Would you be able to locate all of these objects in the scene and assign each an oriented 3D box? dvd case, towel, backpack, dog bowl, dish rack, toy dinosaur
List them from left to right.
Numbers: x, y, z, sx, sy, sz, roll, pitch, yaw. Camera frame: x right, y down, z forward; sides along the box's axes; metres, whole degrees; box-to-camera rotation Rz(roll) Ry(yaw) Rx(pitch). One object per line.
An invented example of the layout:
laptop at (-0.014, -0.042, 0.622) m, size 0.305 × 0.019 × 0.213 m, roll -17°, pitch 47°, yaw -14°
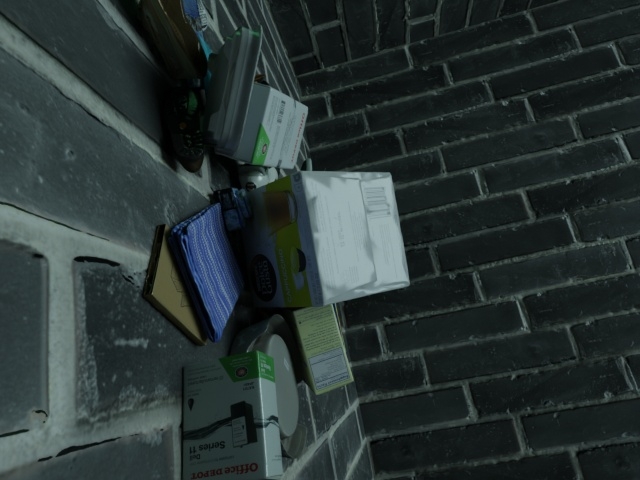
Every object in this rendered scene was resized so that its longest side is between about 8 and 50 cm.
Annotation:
dvd case at (-0.351, -0.545, 1.172) m, size 0.180 × 0.022 × 0.252 m, roll -83°, pitch 167°, yaw -68°
towel at (-0.234, 0.052, 0.967) m, size 0.336 × 0.040 × 0.243 m, roll -91°, pitch 165°, yaw -76°
dish rack at (-0.230, -0.348, 1.013) m, size 0.333 × 0.073 × 0.285 m, roll 30°, pitch -72°, yaw 64°
backpack at (-0.228, -0.085, 1.154) m, size 0.105 × 0.084 × 0.114 m, roll -117°, pitch -164°, yaw -85°
dog bowl at (-0.127, 0.368, 1.087) m, size 0.349 × 0.102 × 0.348 m, roll -12°, pitch 90°, yaw -83°
toy dinosaur at (-0.153, 0.268, 1.323) m, size 0.183 × 0.053 × 0.093 m, roll 69°, pitch 23°, yaw -5°

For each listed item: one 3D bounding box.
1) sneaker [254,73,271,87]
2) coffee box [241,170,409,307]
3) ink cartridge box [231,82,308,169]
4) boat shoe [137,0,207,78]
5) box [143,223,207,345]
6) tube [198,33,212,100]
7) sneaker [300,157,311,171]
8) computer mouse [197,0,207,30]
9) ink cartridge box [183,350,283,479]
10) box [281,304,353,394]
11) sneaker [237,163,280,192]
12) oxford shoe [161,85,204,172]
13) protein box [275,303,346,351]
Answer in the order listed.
sneaker at (-0.239, -0.438, 1.338) m, size 0.124 × 0.180 × 0.321 m, roll 69°, pitch 11°, yaw -46°
coffee box at (0.000, 0.000, 1.243) m, size 0.338 × 0.335 × 0.337 m, roll -8°, pitch 88°, yaw -41°
ink cartridge box at (-0.160, -0.331, 1.274) m, size 0.289 × 0.122 × 0.211 m, roll -16°, pitch 123°, yaw -71°
boat shoe at (-0.352, -0.492, 0.941) m, size 0.302 × 0.098 × 0.109 m, roll 71°, pitch 23°, yaw -51°
box at (-0.269, 0.089, 0.835) m, size 0.201 × 0.021 × 0.164 m, roll 67°, pitch 12°, yaw -49°
tube at (-0.307, -0.463, 1.205) m, size 0.080 × 0.052 × 0.206 m, roll 58°, pitch 22°, yaw -89°
sneaker at (-0.107, -0.163, 1.504) m, size 0.104 × 0.147 × 0.295 m, roll 77°, pitch 20°, yaw -70°
computer mouse at (-0.383, -0.703, 1.233) m, size 0.106 × 0.042 × 0.192 m, roll -53°, pitch 138°, yaw -50°
ink cartridge box at (-0.157, 0.319, 0.763) m, size 0.087 × 0.153 × 0.208 m, roll 61°, pitch 16°, yaw -61°
box at (-0.017, 0.302, 1.287) m, size 0.213 × 0.118 × 0.242 m, roll 161°, pitch -86°, yaw -75°
sneaker at (-0.210, -0.190, 1.455) m, size 0.330 × 0.123 × 0.146 m, roll -61°, pitch 152°, yaw -76°
oxford shoe at (-0.310, -0.252, 0.974) m, size 0.096 × 0.083 × 0.227 m, roll 112°, pitch -30°, yaw -61°
protein box at (-0.033, 0.291, 1.472) m, size 0.136 × 0.200 × 0.201 m, roll 158°, pitch -80°, yaw -89°
